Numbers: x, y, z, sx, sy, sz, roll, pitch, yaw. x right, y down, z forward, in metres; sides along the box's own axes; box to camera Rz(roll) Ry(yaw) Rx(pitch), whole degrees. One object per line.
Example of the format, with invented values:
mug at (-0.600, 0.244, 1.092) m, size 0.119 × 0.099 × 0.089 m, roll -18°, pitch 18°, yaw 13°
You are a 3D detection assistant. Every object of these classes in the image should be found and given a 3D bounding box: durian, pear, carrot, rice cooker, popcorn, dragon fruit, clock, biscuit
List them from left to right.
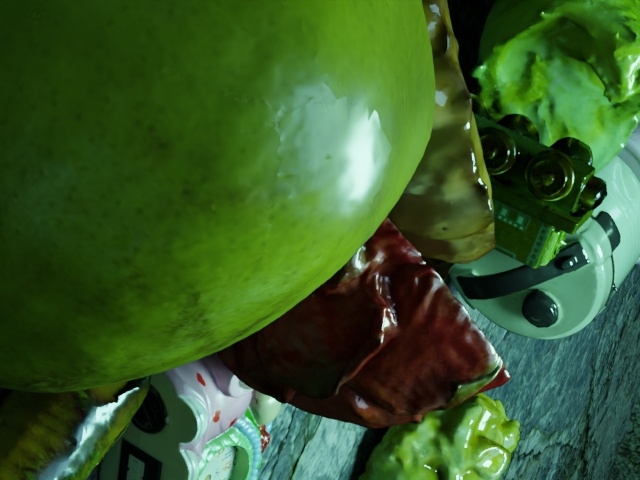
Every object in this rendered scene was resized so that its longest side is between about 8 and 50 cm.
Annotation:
carrot at (-0.187, 0.134, 0.776) m, size 0.173 × 0.082 × 0.082 m, roll -52°, pitch 150°, yaw -32°
pear at (-0.100, -0.057, 0.596) m, size 0.375 × 0.287 × 0.287 m, roll -57°, pitch 158°, yaw 16°
clock at (-0.088, 0.141, 0.961) m, size 0.195 × 0.100 × 0.194 m, roll -28°, pitch 137°, yaw -51°
dragon fruit at (-0.038, 0.005, 0.817) m, size 0.152 × 0.317 × 0.205 m, roll -38°, pitch 135°, yaw -5°
biscuit at (0.053, -0.134, 0.874) m, size 0.326 × 0.107 × 0.326 m, roll -18°, pitch 90°, yaw -84°
popcorn at (0.145, 0.320, 1.478) m, size 0.286 × 0.174 × 0.225 m, roll -68°, pitch 162°, yaw 0°
rice cooker at (0.283, -0.004, 1.459) m, size 0.244 × 0.226 × 0.226 m, roll -44°, pitch 145°, yaw -44°
durian at (0.263, -0.197, 1.266) m, size 0.339 × 0.204 × 0.256 m, roll -74°, pitch -174°, yaw -54°

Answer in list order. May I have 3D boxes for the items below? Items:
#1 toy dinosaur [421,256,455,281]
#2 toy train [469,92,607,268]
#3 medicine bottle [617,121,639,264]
toy dinosaur at (0.057, -0.014, 1.079) m, size 0.113 × 0.206 × 0.327 m, roll 17°, pitch 99°, yaw -34°
toy train at (0.173, -0.061, 1.180) m, size 0.090 × 0.225 × 0.137 m, roll -30°, pitch 142°, yaw -56°
medicine bottle at (0.475, -0.090, 1.717) m, size 0.325 × 0.256 × 0.256 m, roll -17°, pitch 124°, yaw -49°
